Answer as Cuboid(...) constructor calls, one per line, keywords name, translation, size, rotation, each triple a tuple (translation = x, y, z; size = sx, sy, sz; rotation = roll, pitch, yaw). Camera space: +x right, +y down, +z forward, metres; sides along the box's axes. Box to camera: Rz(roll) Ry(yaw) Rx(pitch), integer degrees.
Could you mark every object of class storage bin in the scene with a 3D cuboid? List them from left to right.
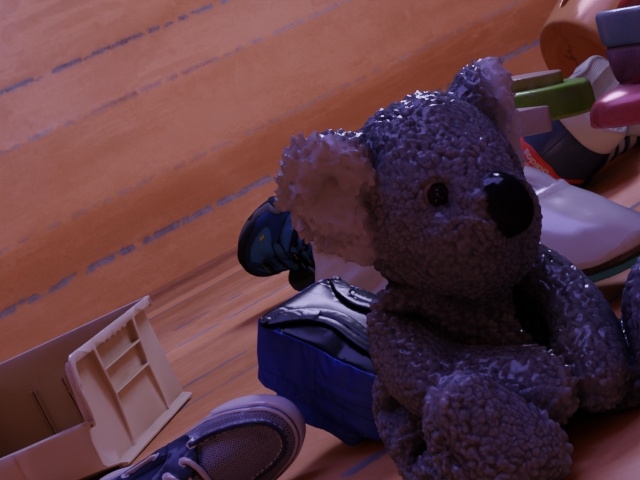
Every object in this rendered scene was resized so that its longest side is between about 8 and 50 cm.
Cuboid(name="storage bin", translation=(-0.301, 0.190, 1.386), size=(0.262, 0.123, 0.260), rotation=(-24, 5, 14))

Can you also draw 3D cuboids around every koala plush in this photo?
Cuboid(name="koala plush", translation=(0.081, 0.015, 0.779), size=(0.196, 0.221, 0.203), rotation=(-29, 6, -23))

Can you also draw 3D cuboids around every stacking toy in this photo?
Cuboid(name="stacking toy", translation=(0.244, -0.175, 1.187), size=(0.280, 0.130, 0.309), rotation=(-8, 8, 12))

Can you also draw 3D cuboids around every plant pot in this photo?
Cuboid(name="plant pot", translation=(0.455, -0.300, 1.941), size=(0.203, 0.291, 0.291), rotation=(-45, 11, -15))

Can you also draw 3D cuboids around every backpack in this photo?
Cuboid(name="backpack", translation=(0.030, 0.091, 0.959), size=(0.120, 0.101, 0.098), rotation=(18, 36, 32))

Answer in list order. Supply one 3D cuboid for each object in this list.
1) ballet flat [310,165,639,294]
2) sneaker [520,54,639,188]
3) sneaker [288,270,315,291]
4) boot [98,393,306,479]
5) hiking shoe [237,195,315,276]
Cuboid(name="ballet flat", translation=(0.105, -0.008, 1.146), size=(0.139, 0.139, 0.400), rotation=(-29, 7, -32))
Cuboid(name="sneaker", translation=(0.315, -0.133, 1.674), size=(0.148, 0.131, 0.350), rotation=(-45, -13, 25))
Cuboid(name="sneaker", translation=(0.027, 0.016, 1.916), size=(0.069, 0.082, 0.209), rotation=(-5, 35, 35))
Cuboid(name="boot", translation=(-0.096, 0.177, 0.932), size=(0.190, 0.069, 0.086), rotation=(-32, 10, 19))
Cuboid(name="hiking shoe", translation=(0.000, 0.000, 1.768), size=(0.304, 0.113, 0.132), rotation=(-22, 42, 36))
